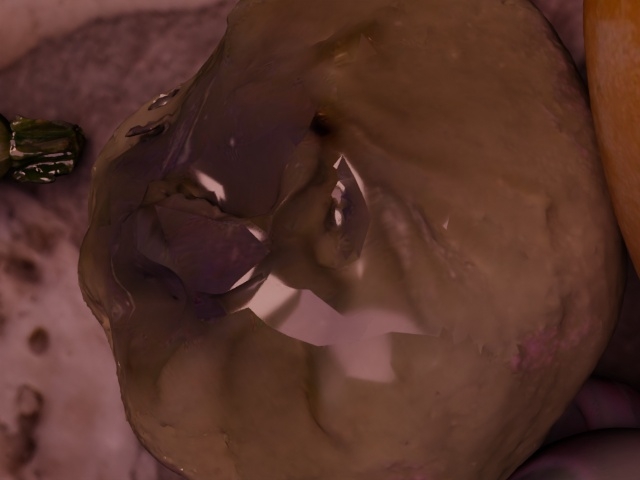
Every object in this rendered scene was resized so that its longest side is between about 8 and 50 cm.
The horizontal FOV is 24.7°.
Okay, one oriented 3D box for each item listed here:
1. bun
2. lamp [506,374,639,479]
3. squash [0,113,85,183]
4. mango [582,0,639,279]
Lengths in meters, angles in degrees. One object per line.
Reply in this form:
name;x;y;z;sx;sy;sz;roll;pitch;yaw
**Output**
bun;0.004;0.001;0.645;0.273;0.168;0.272;-12;66;28
lamp;0.144;0.234;0.650;0.247;0.247;0.301;12;108;-17
squash;-0.284;-0.029;0.799;0.319;0.080;0.071;-17;53;15
mango;0.240;-0.011;0.583;0.221;0.199;0.384;-42;106;-19
